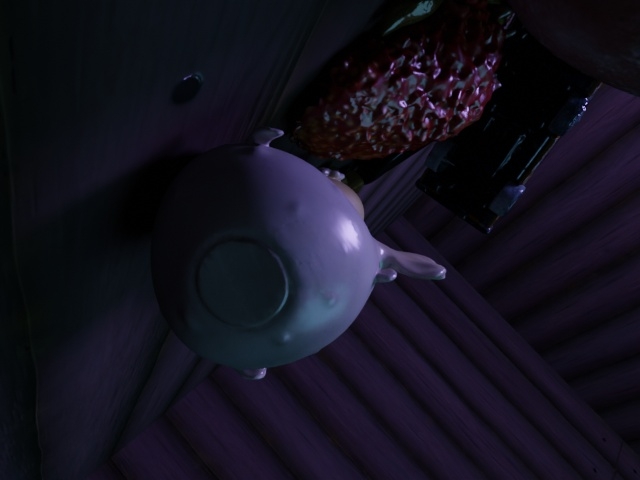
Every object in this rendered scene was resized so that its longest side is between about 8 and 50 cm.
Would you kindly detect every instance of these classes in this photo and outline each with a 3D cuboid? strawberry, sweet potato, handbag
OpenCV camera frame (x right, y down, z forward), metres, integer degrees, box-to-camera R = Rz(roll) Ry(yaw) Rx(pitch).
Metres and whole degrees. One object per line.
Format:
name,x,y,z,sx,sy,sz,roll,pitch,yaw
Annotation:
strawberry,0.105,-0.159,0.587,0.306,0.138,0.233,-42,174,-22
sweet potato,0.115,-0.256,0.465,0.153,0.038,0.041,-46,-177,8
handbag,0.210,-0.221,0.907,0.332,0.075,0.191,-38,-179,-14

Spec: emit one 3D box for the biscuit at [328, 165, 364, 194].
biscuit,-0.057,-0.016,0.827,0.355,0.052,0.275,-34,164,-44

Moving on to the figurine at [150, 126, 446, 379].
figurine,0.000,0.000,0.535,0.394,0.274,0.226,-49,151,-75

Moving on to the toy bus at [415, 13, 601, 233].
toy bus,0.308,-0.193,0.742,0.194,0.162,0.323,-34,156,-46

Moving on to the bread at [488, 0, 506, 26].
bread,0.225,-0.304,0.658,0.110,0.060,0.066,-40,145,-60

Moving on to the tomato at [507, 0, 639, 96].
tomato,0.255,-0.236,0.268,0.317,0.317,0.282,-46,164,19

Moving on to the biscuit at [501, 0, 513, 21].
biscuit,0.266,-0.338,0.817,0.188,0.027,0.188,-41,172,-7
